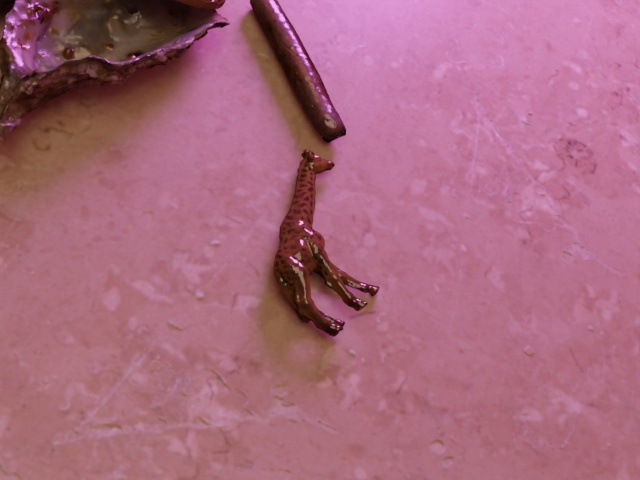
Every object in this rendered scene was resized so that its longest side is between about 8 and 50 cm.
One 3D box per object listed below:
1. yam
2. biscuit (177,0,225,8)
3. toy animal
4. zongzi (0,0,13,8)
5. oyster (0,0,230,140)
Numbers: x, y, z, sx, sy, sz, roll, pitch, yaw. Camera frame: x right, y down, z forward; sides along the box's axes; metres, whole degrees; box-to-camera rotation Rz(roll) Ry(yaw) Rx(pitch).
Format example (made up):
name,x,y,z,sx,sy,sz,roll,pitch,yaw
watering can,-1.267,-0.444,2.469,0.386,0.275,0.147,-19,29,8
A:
name,x,y,z,sx,sy,sz,roll,pitch,yaw
yam,-0.034,-0.263,1.465,0.046,0.046,0.263,-21,73,-22
biscuit,-0.224,-0.410,1.421,0.208,0.049,0.181,37,29,17
toy animal,-0.009,0.002,1.358,0.149,0.054,0.275,-14,71,-23
zongzi,-0.474,-0.438,1.387,0.256,0.115,0.228,-33,78,-31
oyster,-0.327,-0.288,1.363,0.396,0.111,0.204,-30,73,-29
